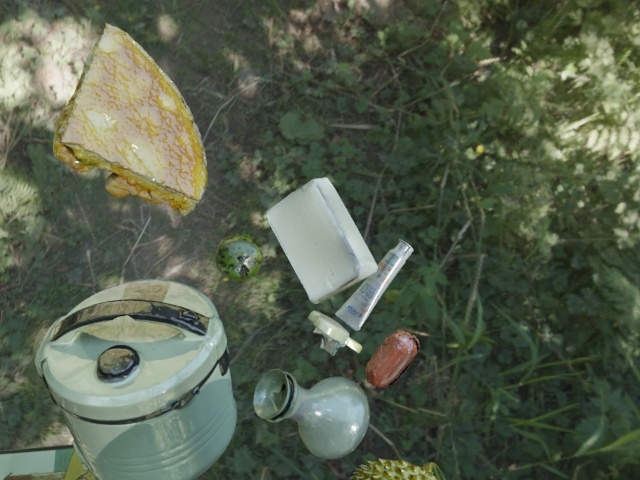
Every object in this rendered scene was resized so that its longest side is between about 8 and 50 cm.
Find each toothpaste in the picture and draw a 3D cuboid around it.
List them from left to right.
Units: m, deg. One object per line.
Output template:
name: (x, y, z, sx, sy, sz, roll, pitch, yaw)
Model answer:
toothpaste: (0.181, 0.140, 2.075, 0.100, 0.066, 0.323, 35, 85, 27)

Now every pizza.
pizza: (-0.170, -0.099, 0.548, 0.134, 0.046, 0.175, -16, 84, -46)

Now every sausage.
sausage: (0.150, 0.247, 1.340, 0.076, 0.076, 0.141, 29, 107, -19)

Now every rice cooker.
rice cooker: (-0.221, 0.171, 0.803, 0.226, 0.226, 0.244, -34, 137, -30)

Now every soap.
soap: (0.000, 0.000, 1.077, 0.183, 0.121, 0.064, 62, 27, 7)

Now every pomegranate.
pomegranate: (-0.203, 0.042, 1.632, 0.122, 0.161, 0.122, 0, 89, 4)

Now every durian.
durian: (0.094, 0.399, 0.957, 0.102, 0.208, 0.146, -44, 126, -62)

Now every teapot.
teapot: (-0.020, 0.366, 1.386, 0.251, 0.183, 0.183, 30, 64, -38)

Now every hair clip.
hair clip: (0.035, 0.258, 1.713, 0.159, 0.218, 0.071, 30, 76, 20)

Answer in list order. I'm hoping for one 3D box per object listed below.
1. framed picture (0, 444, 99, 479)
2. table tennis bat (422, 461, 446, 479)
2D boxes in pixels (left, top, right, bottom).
framed picture: (-0.644, 0.599, 1.465, 0.013, 0.323, 0.244, 48, 36, -61)
table tennis bat: (0.292, 0.652, 1.501, 0.050, 0.321, 0.198, -26, 98, 12)
